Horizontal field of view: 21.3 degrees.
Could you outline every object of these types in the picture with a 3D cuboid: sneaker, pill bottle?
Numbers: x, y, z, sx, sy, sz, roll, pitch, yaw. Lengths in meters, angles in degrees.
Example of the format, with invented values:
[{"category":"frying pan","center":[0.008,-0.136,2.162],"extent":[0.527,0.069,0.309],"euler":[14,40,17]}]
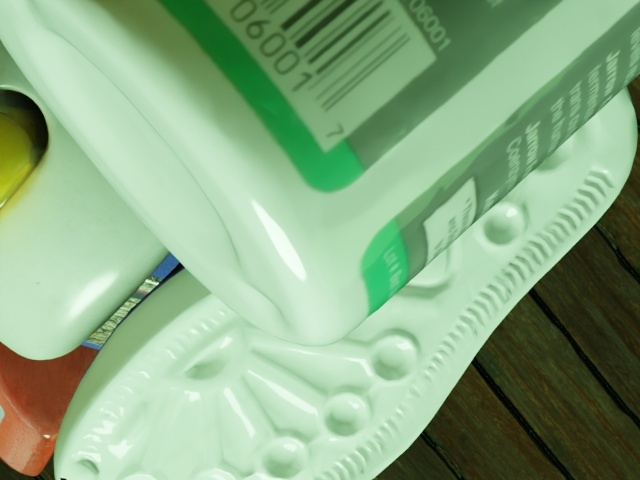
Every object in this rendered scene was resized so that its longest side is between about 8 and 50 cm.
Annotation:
[{"category":"sneaker","center":[0.000,-0.001,0.847],"extent":[0.323,0.130,0.236],"euler":[-42,-161,3]},{"category":"pill bottle","center":[0.064,-0.146,0.646],"extent":[0.361,0.204,0.204],"euler":[-41,-172,-13]}]

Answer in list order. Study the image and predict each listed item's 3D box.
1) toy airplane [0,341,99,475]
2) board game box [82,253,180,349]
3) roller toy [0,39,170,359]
[{"category":"toy airplane","center":[-0.248,-0.028,1.442],"extent":[0.384,0.272,0.386],"euler":[-157,-99,-70]},{"category":"board game box","center":[-0.137,-0.021,1.108],"extent":[0.291,0.232,0.141],"euler":[158,-53,-67]},{"category":"roller toy","center":[-0.128,-0.053,0.808],"extent":[0.209,0.146,0.191],"euler":[-55,-169,-22]}]
